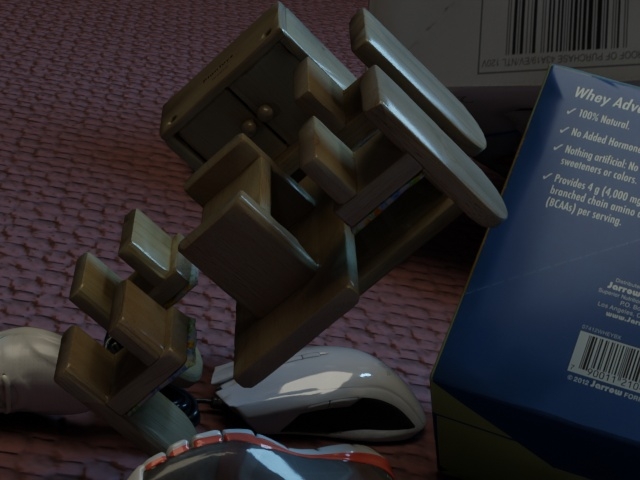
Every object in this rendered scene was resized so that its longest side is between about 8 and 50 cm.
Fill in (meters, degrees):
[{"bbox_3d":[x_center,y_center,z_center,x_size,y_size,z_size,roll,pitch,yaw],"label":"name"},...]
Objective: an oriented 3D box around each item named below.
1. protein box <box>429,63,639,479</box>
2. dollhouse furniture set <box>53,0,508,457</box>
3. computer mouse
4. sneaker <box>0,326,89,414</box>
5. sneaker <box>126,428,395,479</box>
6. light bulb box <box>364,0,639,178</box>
[{"bbox_3d":[0.186,0.043,0.827,0.199,0.201,0.136,17,-26,14],"label":"protein box"},{"bbox_3d":[0.000,0.000,0.813,0.161,0.212,0.242,42,20,-22],"label":"dollhouse furniture set"},{"bbox_3d":[-0.026,0.082,0.891,0.193,0.042,0.106,4,19,-21],"label":"computer mouse"},{"bbox_3d":[-0.191,0.076,0.813,0.152,0.054,0.061,9,34,2],"label":"sneaker"},{"bbox_3d":[-0.021,0.131,0.730,0.158,0.061,0.065,0,29,-29],"label":"sneaker"},{"bbox_3d":[0.271,-0.188,1.264,0.357,0.225,0.361,0,-10,27],"label":"light bulb box"}]
